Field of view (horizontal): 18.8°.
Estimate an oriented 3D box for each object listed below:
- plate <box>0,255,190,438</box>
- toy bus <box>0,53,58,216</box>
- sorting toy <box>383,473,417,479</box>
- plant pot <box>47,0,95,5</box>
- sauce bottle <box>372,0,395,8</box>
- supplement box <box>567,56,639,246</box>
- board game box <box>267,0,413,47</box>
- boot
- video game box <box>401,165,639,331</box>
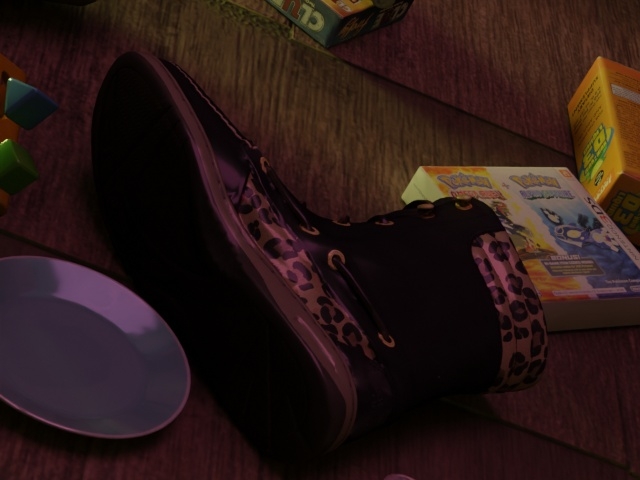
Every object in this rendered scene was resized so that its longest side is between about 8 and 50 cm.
[{"bbox_3d":[-0.185,0.082,1.415,0.188,0.024,0.188,21,33,-15],"label":"plate"},{"bbox_3d":[-0.279,-0.049,1.440,0.191,0.202,0.104,46,4,36],"label":"toy bus"},{"bbox_3d":[0.076,0.200,1.455,0.083,0.045,0.075,23,13,-11],"label":"sorting toy"},{"bbox_3d":[-0.302,-0.336,1.721,0.293,0.275,0.275,30,28,-32],"label":"plant pot"},{"bbox_3d":[0.057,-0.287,2.026,0.042,0.042,0.128,18,35,-19],"label":"sauce bottle"},{"bbox_3d":[0.314,-0.095,2.013,0.080,0.078,0.233,21,33,-15],"label":"supplement box"},{"bbox_3d":[-0.033,-0.307,2.060,0.243,0.042,0.165,40,33,16],"label":"board game box"},{"bbox_3d":[0.000,0.000,1.569,0.284,0.138,0.377,-6,50,-42],"label":"boot"},{"bbox_3d":[0.204,0.005,1.815,0.205,0.048,0.187,-2,41,-41],"label":"video game box"}]
